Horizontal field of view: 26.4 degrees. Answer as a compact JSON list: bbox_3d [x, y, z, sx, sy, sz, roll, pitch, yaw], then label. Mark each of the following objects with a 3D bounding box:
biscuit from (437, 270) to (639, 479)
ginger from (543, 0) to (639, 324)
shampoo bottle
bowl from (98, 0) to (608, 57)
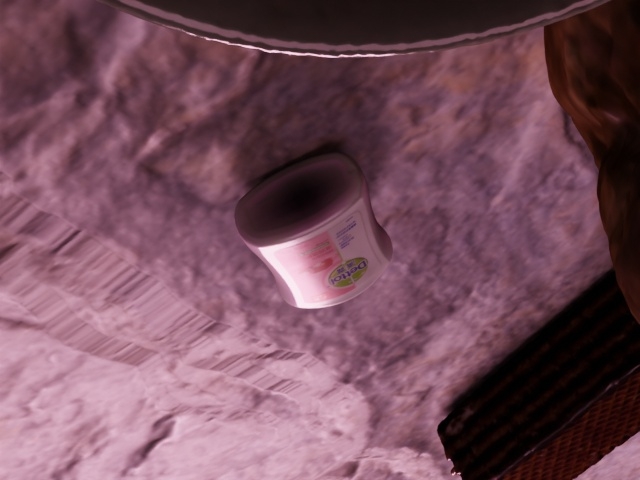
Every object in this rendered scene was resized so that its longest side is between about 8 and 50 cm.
[{"bbox_3d":[0.250,0.057,0.976,0.107,0.073,0.388,12,133,-46],"label":"biscuit"},{"bbox_3d":[0.214,-0.068,0.589,0.223,0.269,0.200,-3,133,-13],"label":"ginger"},{"bbox_3d":[0.000,0.000,0.745,0.072,0.043,0.099,-26,148,1],"label":"shampoo bottle"},{"bbox_3d":[0.011,-0.203,0.338,0.289,0.146,0.289,-4,134,-4],"label":"bowl"}]
